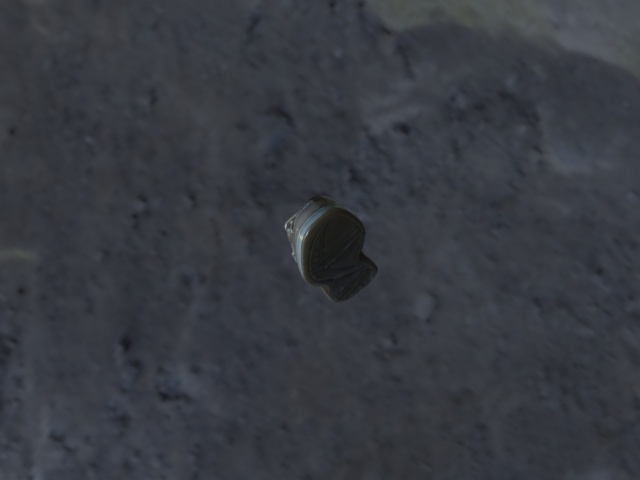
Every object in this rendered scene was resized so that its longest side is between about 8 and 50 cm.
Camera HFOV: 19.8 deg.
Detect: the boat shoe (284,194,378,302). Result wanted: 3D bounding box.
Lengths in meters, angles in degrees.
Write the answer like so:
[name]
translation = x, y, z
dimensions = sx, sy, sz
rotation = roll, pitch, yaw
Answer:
[boat shoe]
translation = 0.000, 0.000, 1.134
dimensions = 0.050, 0.135, 0.045
rotation = -38, 70, -6
